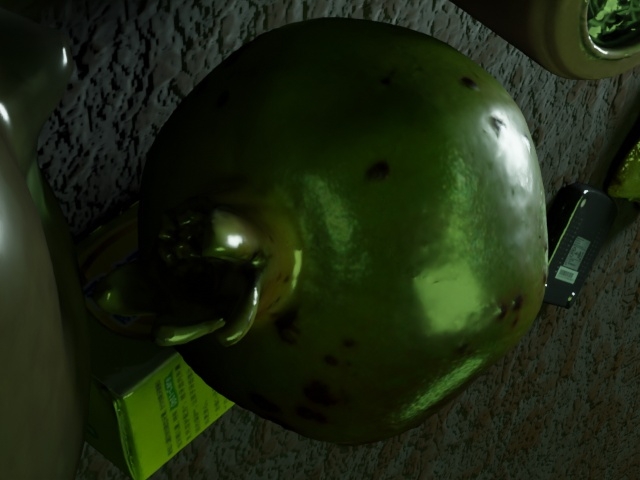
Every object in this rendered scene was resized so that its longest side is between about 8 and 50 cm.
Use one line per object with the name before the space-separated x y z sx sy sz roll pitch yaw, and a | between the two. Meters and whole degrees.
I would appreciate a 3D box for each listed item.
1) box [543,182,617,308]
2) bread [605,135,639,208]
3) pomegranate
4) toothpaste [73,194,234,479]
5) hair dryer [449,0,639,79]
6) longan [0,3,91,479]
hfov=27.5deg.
box | 0.245 0.007 1.278 0.126 0.027 0.125 15 103 -59
bread | 0.394 -0.122 1.331 0.160 0.088 0.233 5 114 -62
pomegranate | 0.009 -0.003 0.584 0.198 0.198 0.246 -62 179 4
toothpaste | -0.032 -0.003 0.775 0.327 0.110 0.077 -39 146 -31
hair dryer | 0.010 -0.165 0.634 0.352 0.210 0.125 -10 131 -35
longan | -0.196 0.034 0.435 0.300 0.243 0.300 -52 166 -19
